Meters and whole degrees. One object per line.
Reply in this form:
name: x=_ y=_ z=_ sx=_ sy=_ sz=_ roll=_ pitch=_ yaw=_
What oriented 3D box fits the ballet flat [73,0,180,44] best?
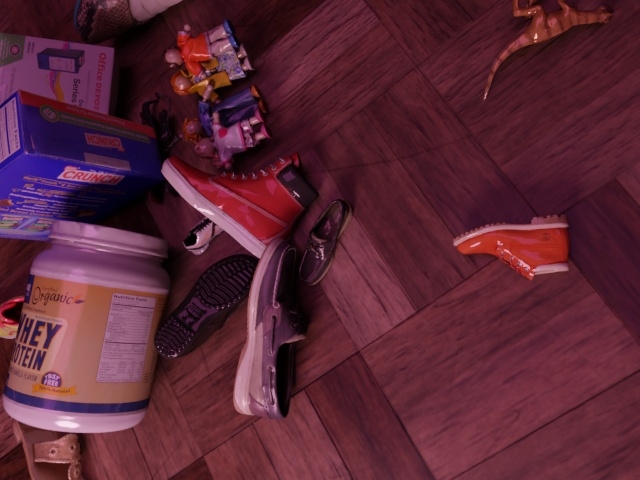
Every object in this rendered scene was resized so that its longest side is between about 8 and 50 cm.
ballet flat: x=-0.310 y=-0.588 z=1.098 sx=0.181 sy=0.164 sz=0.483 roll=25 pitch=89 yaw=5

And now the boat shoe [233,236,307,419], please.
boat shoe: x=-0.065 y=0.141 z=0.881 sx=0.092 sy=0.103 sz=0.286 roll=10 pitch=88 yaw=19

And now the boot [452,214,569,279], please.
boot: x=0.268 y=0.015 z=0.783 sx=0.157 sy=0.059 sz=0.085 roll=-7 pitch=83 yaw=21

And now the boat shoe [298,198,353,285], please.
boat shoe: x=0.000 y=0.000 z=0.902 sx=0.056 sy=0.049 sz=0.152 roll=24 pitch=90 yaw=24

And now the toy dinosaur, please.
toy dinosaur: x=0.316 y=-0.311 z=0.818 sx=0.211 sy=0.064 sz=0.112 roll=-24 pitch=73 yaw=18

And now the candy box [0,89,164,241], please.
candy box: x=-0.488 y=-0.111 z=0.987 sx=0.317 sy=0.268 sz=0.122 roll=-23 pitch=75 yaw=28

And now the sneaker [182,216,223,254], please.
sneaker: x=-0.203 y=-0.022 z=0.997 sx=0.040 sy=0.043 sz=0.109 roll=37 pitch=94 yaw=26

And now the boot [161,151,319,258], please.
boot: x=-0.131 y=-0.106 z=0.938 sx=0.244 sy=0.088 sz=0.176 roll=37 pitch=95 yaw=2

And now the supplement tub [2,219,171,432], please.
supplement tub: x=-0.381 y=0.138 z=0.942 sx=0.228 sy=0.228 sz=0.317 roll=6 pitch=83 yaw=24

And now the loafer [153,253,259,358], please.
loafer: x=-0.187 y=0.110 z=0.949 sx=0.220 sy=0.078 sz=0.080 roll=-42 pitch=73 yaw=-8

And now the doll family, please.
doll family: x=-0.188 y=-0.254 z=1.011 sx=0.163 sy=0.118 sz=0.263 roll=-19 pitch=92 yaw=13

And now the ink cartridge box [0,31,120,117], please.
ink cartridge box: x=-0.516 y=-0.306 z=1.100 sx=0.212 sy=0.093 sz=0.155 roll=5 pitch=81 yaw=-14

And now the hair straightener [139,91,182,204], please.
hair straightener: x=-0.298 y=-0.188 z=1.073 sx=0.089 sy=0.047 sz=0.231 roll=-17 pitch=70 yaw=19

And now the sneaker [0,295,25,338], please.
sneaker: x=-0.609 y=0.145 z=1.112 sx=0.208 sy=0.094 sz=0.082 roll=-17 pitch=76 yaw=21

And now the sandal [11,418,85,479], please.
sandal: x=-0.485 y=0.376 z=1.020 sx=0.240 sy=0.088 sz=0.079 roll=38 pitch=102 yaw=29
